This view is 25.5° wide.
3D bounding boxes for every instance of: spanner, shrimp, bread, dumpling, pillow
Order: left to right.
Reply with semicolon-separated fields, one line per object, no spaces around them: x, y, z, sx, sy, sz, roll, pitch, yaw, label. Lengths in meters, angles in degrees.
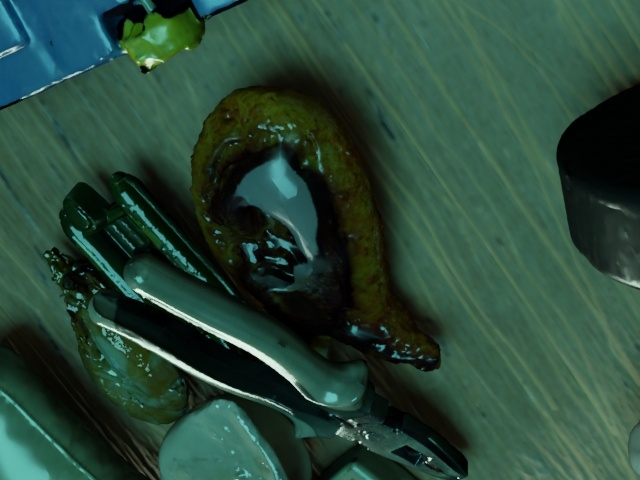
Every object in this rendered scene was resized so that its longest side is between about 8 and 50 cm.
-0.294;0.253;1.248;0.322;0.120;0.255;-37;102;31;pillow
-0.172;0.083;1.154;0.091;0.043;0.184;-11;119;34;shrimp
-0.059;0.200;1.152;0.150;0.092;0.176;40;121;19;dumpling
-0.019;0.105;1.063;0.325;0.040;0.096;31;140;-20;spanner
-0.008;-0.002;1.037;0.139;0.095;0.269;-4;134;30;bread

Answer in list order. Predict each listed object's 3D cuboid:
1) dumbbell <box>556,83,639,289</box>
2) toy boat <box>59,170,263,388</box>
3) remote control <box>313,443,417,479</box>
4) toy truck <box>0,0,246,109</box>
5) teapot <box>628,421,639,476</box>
0.219;-0.148;0.806;0.204;0.204;0.322;-5;116;21;dumbbell
-0.120;0.034;1.106;0.104;0.052;0.210;-27;108;42;toy boat
-0.008;0.287;1.229;0.123;0.038;0.285;40;125;-5;remote control
-0.194;-0.178;0.947;0.385;0.162;0.161;-20;111;25;toy truck
0.384;0.119;0.901;0.280;0.252;0.424;19;154;-36;teapot
